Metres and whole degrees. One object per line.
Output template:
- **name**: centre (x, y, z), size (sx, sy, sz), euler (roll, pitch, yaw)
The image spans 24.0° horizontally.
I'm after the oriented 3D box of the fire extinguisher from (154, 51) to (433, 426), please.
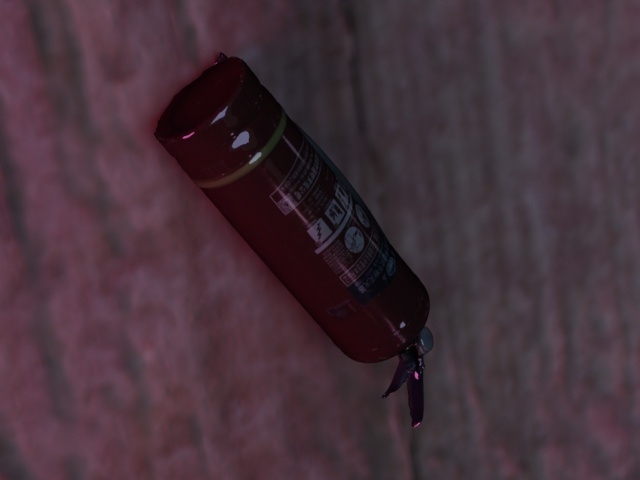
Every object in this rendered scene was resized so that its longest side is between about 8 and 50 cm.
- **fire extinguisher**: centre (0.000, 0.000, 0.570), size (0.158, 0.043, 0.064), euler (51, 37, -32)
